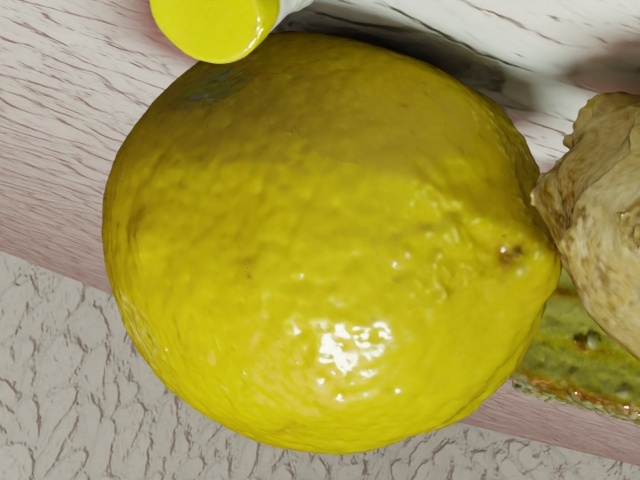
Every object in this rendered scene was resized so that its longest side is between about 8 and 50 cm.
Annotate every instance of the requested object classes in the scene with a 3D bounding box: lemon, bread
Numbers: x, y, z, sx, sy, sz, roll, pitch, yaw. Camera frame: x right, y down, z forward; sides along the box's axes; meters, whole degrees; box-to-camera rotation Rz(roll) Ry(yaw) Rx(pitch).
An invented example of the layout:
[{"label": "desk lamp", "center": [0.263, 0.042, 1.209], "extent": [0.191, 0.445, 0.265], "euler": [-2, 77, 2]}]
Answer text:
[{"label": "lemon", "center": [0.000, 0.000, 0.930], "extent": [0.260, 0.204, 0.204], "euler": [7, 167, 44]}, {"label": "bread", "center": [0.239, 0.060, 1.043], "extent": [0.234, 0.110, 0.184], "euler": [14, -179, 29]}]

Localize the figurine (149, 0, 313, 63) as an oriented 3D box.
[{"label": "figurine", "center": [-0.064, -0.132, 0.581], "extent": [0.178, 0.109, 0.129], "euler": [24, -168, -20]}]

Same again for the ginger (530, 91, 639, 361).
[{"label": "ginger", "center": [0.260, 0.065, 0.825], "extent": [0.375, 0.166, 0.236], "euler": [44, 173, -8]}]
